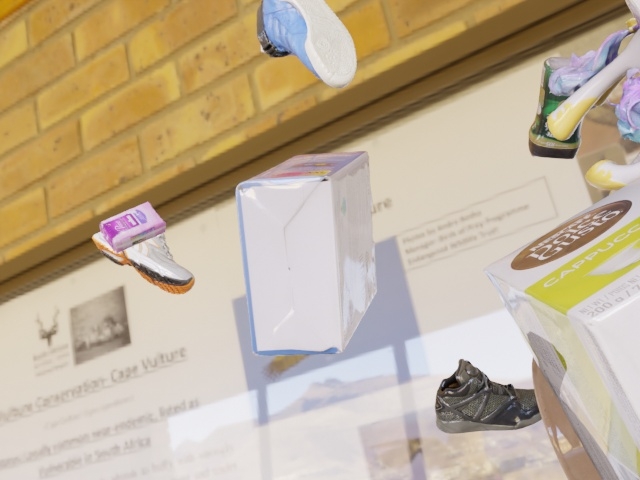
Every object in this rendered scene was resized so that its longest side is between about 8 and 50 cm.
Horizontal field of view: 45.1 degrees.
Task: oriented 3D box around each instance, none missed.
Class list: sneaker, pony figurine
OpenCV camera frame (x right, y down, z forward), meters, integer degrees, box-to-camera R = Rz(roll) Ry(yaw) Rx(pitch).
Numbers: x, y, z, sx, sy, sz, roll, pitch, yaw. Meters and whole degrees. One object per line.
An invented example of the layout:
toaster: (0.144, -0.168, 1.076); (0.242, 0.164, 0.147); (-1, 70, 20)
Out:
sneaker: (0.330, 0.292, 1.471); (0.227, 0.130, 0.087); (-6, 20, 6)
pony figurine: (0.437, -0.236, 0.957); (0.302, 0.351, 0.363); (2, -21, -19)
sneaker: (-0.020, -0.213, 0.830); (0.058, 0.152, 0.084); (-23, -13, -33)
sneaker: (-0.354, 0.014, 1.617); (0.262, 0.121, 0.099); (27, -24, 23)

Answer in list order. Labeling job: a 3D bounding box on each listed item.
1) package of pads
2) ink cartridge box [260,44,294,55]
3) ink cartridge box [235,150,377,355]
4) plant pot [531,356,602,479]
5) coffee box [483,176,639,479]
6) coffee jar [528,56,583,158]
package of pads: (-0.272, -0.020, 1.119); (0.083, 0.050, 0.032); (-27, -35, -28)
ink cartridge box: (-0.062, -0.489, 1.851); (0.109, 0.063, 0.150); (-1, 2, -31)
ink cartridge box: (0.000, 0.000, 1.288); (0.151, 0.270, 0.395); (-1, 13, 15)
plant pot: (0.442, 0.227, 1.015); (0.229, 0.263, 0.263); (-27, -23, 26)
coffee box: (0.408, 0.101, 0.722); (0.337, 0.338, 0.334); (-31, 5, 2)
coffee jar: (0.439, -0.236, 1.408); (0.096, 0.079, 0.184); (4, -54, 3)
